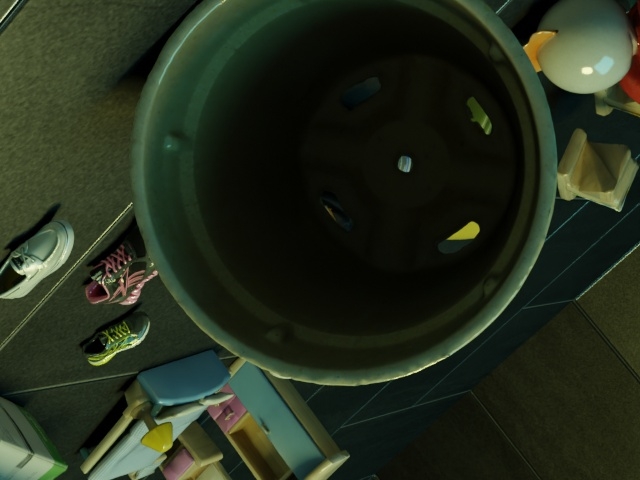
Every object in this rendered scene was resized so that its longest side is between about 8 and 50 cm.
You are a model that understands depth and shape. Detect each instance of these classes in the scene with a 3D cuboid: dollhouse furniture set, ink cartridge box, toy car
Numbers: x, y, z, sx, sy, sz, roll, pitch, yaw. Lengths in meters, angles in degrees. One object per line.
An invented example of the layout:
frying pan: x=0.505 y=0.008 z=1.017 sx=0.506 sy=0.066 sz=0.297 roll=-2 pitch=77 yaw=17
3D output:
dollhouse furniture set: x=0.558 y=-0.156 z=1.861 sx=0.394 sy=0.362 sz=0.256 roll=-67 pitch=162 yaw=-8
ink cartridge box: x=-0.376 y=0.234 z=1.431 sx=0.160 sy=0.092 sz=0.219 roll=-36 pitch=162 yaw=-5
dollhouse furniture set: x=-0.170 y=0.306 z=1.839 sx=0.303 sy=0.198 sz=0.286 roll=-12 pitch=149 yaw=-53
toy car: x=0.326 y=-0.216 z=1.576 sx=0.238 sy=0.219 sz=0.210 roll=-8 pitch=161 yaw=1

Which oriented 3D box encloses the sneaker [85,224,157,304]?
sneaker: x=-0.193 y=0.026 z=1.356 sx=0.057 sy=0.047 sz=0.119 roll=-8 pitch=146 yaw=-37

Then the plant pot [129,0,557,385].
plant pot: x=0.049 y=-0.066 z=1.204 sx=0.334 sy=0.334 sz=0.305 roll=-42 pitch=173 yaw=14

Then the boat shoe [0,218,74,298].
boat shoe: x=-0.255 y=0.018 z=1.223 sx=0.100 sy=0.035 sz=0.035 roll=-39 pitch=166 yaw=28

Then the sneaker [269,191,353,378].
sneaker: x=0.000 y=0.000 z=1.470 sx=0.126 sy=0.127 sz=0.321 roll=-12 pitch=-153 yaw=21

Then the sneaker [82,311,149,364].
sneaker: x=-0.221 y=0.106 z=1.511 sx=0.083 sy=0.031 sz=0.035 roll=-38 pitch=162 yaw=3

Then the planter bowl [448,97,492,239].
planter bowl: x=0.172 y=-0.071 z=1.575 sx=0.217 sy=0.090 sz=0.217 roll=23 pitch=90 yaw=-84

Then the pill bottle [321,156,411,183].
pill bottle: x=0.034 y=-0.087 z=1.442 sx=0.078 sy=0.078 sz=0.137 roll=-44 pitch=162 yaw=19
